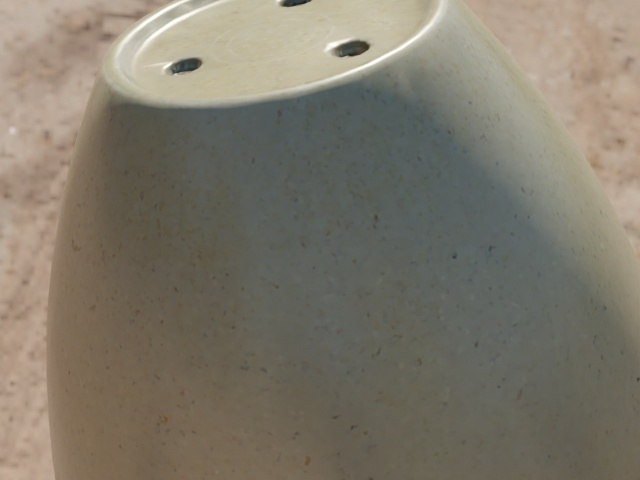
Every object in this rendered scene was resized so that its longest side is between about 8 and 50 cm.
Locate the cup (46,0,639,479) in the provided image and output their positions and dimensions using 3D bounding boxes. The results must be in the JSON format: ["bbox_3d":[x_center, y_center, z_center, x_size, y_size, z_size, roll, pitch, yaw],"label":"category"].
[{"bbox_3d":[0.000,0.000,0.809,0.331,0.237,0.331,-10,28,6],"label":"cup"}]
